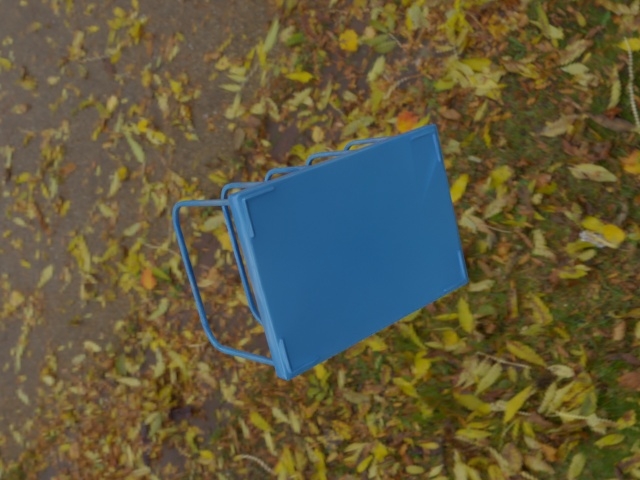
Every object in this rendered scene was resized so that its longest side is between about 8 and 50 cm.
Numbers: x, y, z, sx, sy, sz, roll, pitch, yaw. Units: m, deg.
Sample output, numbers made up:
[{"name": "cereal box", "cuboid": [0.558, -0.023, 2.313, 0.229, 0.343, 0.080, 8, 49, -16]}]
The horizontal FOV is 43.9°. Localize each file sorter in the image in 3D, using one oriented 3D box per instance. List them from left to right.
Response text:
[{"name": "file sorter", "cuboid": [0.000, 0.000, 0.555, 0.104, 0.170, 0.118, 4, 112, 53]}]
